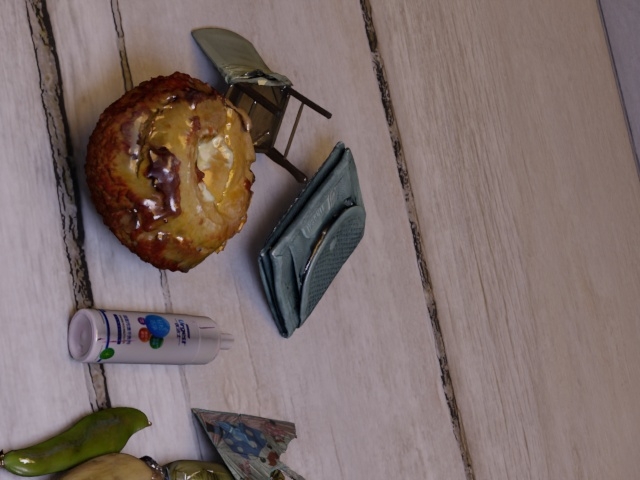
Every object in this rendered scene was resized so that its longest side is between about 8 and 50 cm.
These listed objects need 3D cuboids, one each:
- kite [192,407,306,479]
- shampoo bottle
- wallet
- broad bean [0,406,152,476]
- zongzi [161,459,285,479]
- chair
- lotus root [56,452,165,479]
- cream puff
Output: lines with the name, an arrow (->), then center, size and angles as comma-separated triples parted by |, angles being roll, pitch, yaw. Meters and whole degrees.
kite -> -0.093, 0.379, 1.937 | 0.314, 0.011, 0.335 | 33, 18, 4
shampoo bottle -> -0.276, 0.169, 1.878 | 0.303, 0.092, 0.092 | 8, 73, -41
wallet -> 0.000, 0.000, 2.137 | 0.342, 0.075, 0.237 | -55, 148, -38
broad bean -> -0.395, 0.324, 1.736 | 0.325, 0.067, 0.075 | -9, 48, -48
zongzi -> -0.177, 0.512, 1.843 | 0.251, 0.125, 0.274 | 17, 65, -39
chair -> -0.140, -0.258, 2.107 | 0.160, 0.319, 0.186 | -2, 124, -42
lotus root -> -0.354, 0.424, 1.702 | 0.257, 0.140, 0.154 | -34, 133, -46
cream puff -> -0.269, -0.120, 1.873 | 0.350, 0.229, 0.350 | -4, 95, -63
